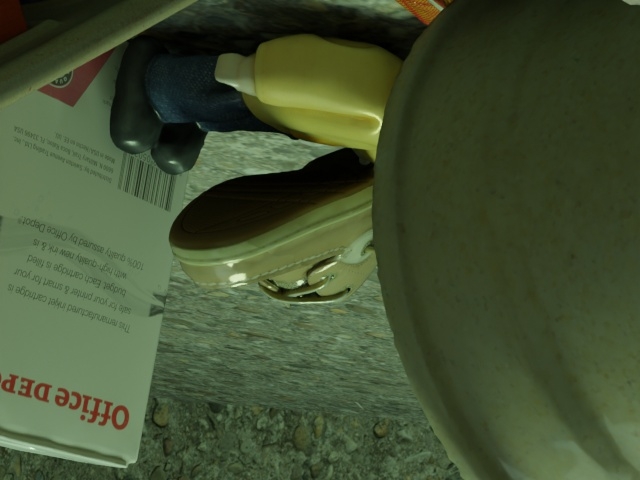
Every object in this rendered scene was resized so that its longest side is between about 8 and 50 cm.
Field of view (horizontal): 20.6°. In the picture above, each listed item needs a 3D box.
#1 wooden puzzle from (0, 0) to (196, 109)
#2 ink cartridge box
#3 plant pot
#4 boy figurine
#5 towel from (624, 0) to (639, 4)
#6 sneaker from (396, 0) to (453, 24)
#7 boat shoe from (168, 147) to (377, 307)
[{"bbox_3d":[-0.211,-0.118,0.883,0.322,0.080,0.348,1,-157,42],"label":"wooden puzzle"},{"bbox_3d":[-0.203,-0.004,1.186,0.117,0.283,0.207,1,166,34],"label":"ink cartridge box"},{"bbox_3d":[0.243,-0.025,0.767,0.334,0.334,0.305,16,156,-30],"label":"plant pot"},{"bbox_3d":[0.012,-0.080,1.137,0.285,0.092,0.177,7,169,29],"label":"boy figurine"},{"bbox_3d":[0.075,-0.138,0.464,0.317,0.053,0.332,19,170,12],"label":"towel"},{"bbox_3d":[0.040,-0.146,0.874,0.067,0.064,0.175,21,170,27],"label":"sneaker"},{"bbox_3d":[0.000,0.000,1.225,0.109,0.098,0.302,2,-167,26],"label":"boat shoe"}]
